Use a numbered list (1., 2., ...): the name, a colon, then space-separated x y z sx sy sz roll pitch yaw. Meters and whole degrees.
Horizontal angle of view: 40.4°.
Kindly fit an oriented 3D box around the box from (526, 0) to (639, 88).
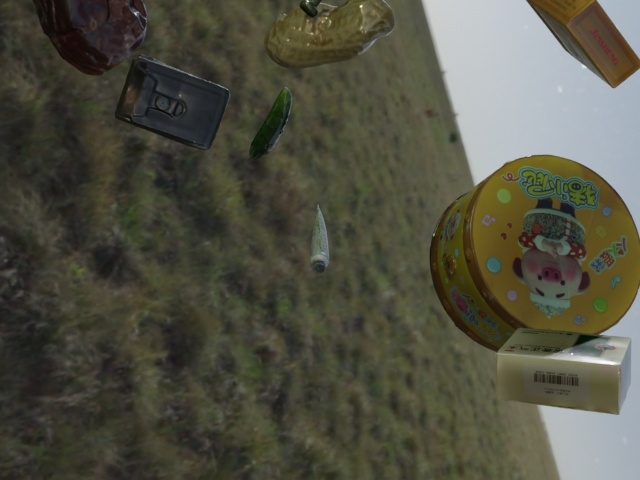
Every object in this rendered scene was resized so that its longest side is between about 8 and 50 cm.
1. box: 0.516 -0.425 1.735 0.174 0.076 0.274 44 15 -24

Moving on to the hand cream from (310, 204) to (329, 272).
1. hand cream: 0.000 0.000 1.973 0.194 0.042 0.067 -87 164 -50

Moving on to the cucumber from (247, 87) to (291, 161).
1. cucumber: -0.084 -0.192 1.505 0.168 0.039 0.039 -58 -160 33

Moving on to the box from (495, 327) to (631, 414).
1. box: 0.435 0.229 1.549 0.168 0.212 0.095 -27 116 -61

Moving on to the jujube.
1. jujube: -0.465 -0.494 1.681 0.216 0.216 0.342 -94 166 -48

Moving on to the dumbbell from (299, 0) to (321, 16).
1. dumbbell: 0.003 -0.557 1.947 0.046 0.118 0.052 38 2 -16

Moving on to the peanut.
1. peanut: 0.021 -0.487 2.020 0.140 0.325 0.153 -48 122 -59

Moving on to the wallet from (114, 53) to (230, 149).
1. wallet: -0.352 -0.329 2.084 0.052 0.245 0.169 -161 -90 -79

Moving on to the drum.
1. drum: 0.470 0.036 1.900 0.214 0.431 0.431 133 -53 -68
